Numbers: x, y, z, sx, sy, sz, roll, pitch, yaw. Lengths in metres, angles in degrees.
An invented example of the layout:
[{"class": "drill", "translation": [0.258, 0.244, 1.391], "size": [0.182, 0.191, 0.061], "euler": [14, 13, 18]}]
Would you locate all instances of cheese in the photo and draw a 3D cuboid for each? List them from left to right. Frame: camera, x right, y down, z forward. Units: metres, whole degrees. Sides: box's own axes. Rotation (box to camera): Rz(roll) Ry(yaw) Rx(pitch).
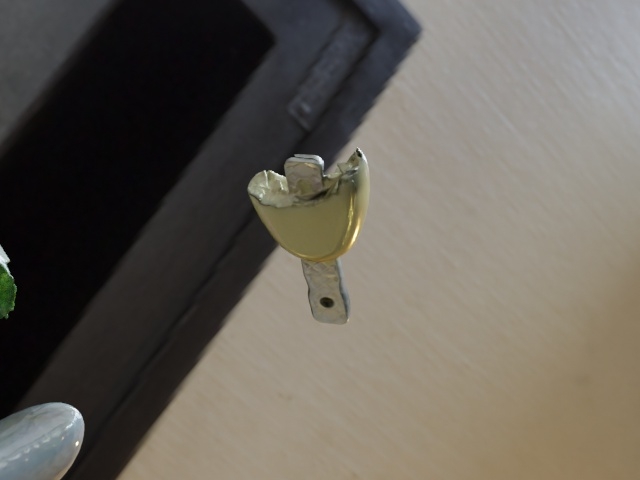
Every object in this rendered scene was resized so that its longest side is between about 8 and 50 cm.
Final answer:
[{"class": "cheese", "translation": [0.000, 0.001, 1.554], "size": [0.127, 0.235, 0.050], "euler": [3, -135, 16]}]

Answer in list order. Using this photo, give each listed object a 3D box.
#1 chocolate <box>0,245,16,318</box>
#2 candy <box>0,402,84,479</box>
[{"class": "chocolate", "translation": [-0.425, 0.012, 1.781], "size": [0.110, 0.110, 0.291], "euler": [-45, -155, 1]}, {"class": "candy", "translation": [-0.276, 0.197, 1.236], "size": [0.174, 0.071, 0.138], "euler": [-32, 172, -25]}]
